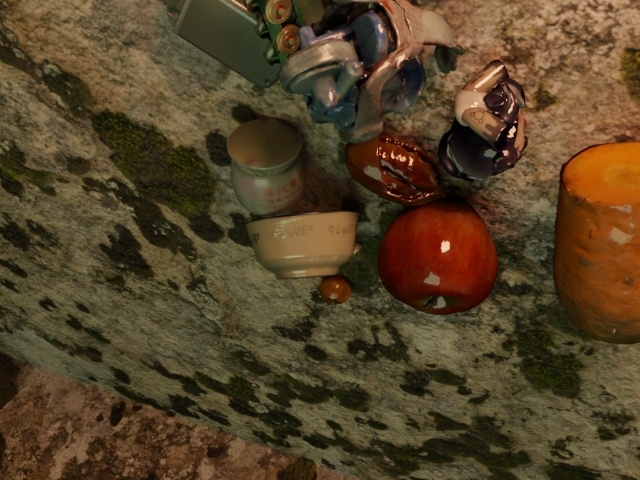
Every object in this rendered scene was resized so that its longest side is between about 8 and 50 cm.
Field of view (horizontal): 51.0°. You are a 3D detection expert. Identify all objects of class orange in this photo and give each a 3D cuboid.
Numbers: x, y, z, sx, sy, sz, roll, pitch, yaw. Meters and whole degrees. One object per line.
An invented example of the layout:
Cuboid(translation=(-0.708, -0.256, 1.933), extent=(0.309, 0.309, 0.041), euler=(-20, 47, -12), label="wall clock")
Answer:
Cuboid(translation=(0.032, 0.127, 1.645), extent=(0.086, 0.062, 0.086), euler=(16, 142, 13), label="orange")

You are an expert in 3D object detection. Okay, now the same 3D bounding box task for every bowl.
Cuboid(translation=(-0.033, 0.013, 1.372), extent=(0.238, 0.126, 0.238), euler=(-4, 176, 0), label="bowl")

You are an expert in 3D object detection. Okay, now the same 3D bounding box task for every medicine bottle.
Cuboid(translation=(-0.101, -0.142, 1.288), extent=(0.147, 0.147, 0.143), euler=(14, 142, 12), label="medicine bottle")

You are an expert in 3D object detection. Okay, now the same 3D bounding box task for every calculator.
Cuboid(translation=(-0.145, -0.350, 1.125), extent=(0.246, 0.045, 0.141), euler=(31, 144, -12), label="calculator")

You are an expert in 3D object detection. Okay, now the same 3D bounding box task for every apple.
Cuboid(translation=(0.228, 0.024, 1.281), extent=(0.230, 0.230, 0.230), euler=(15, 144, 11), label="apple")

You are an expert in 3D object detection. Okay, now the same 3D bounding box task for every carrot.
Cuboid(translation=(0.495, 0.011, 1.106), extent=(0.224, 0.224, 0.340), euler=(2, 133, 27), label="carrot")

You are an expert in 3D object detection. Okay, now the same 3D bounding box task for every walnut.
Cuboid(translation=(0.137, -0.126, 1.213), extent=(0.207, 0.115, 0.116), euler=(29, 145, -7), label="walnut")

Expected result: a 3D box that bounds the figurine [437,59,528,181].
Cuboid(translation=(0.257, -0.163, 1.063), extent=(0.145, 0.145, 0.222), euler=(9, 160, 18), label="figurine")

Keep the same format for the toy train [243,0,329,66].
Cuboid(translation=(-0.035, -0.335, 1.020), extent=(0.081, 0.125, 0.194), euler=(49, 170, 37), label="toy train")

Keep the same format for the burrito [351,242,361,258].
Cuboid(translation=(0.000, 0.000, 1.517), extent=(0.186, 0.041, 0.045), euler=(18, -174, 5), label="burrito")

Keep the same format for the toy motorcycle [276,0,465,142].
Cuboid(translation=(0.080, -0.229, 0.969), extent=(0.241, 0.182, 0.319), euler=(7, -179, 11), label="toy motorcycle")
